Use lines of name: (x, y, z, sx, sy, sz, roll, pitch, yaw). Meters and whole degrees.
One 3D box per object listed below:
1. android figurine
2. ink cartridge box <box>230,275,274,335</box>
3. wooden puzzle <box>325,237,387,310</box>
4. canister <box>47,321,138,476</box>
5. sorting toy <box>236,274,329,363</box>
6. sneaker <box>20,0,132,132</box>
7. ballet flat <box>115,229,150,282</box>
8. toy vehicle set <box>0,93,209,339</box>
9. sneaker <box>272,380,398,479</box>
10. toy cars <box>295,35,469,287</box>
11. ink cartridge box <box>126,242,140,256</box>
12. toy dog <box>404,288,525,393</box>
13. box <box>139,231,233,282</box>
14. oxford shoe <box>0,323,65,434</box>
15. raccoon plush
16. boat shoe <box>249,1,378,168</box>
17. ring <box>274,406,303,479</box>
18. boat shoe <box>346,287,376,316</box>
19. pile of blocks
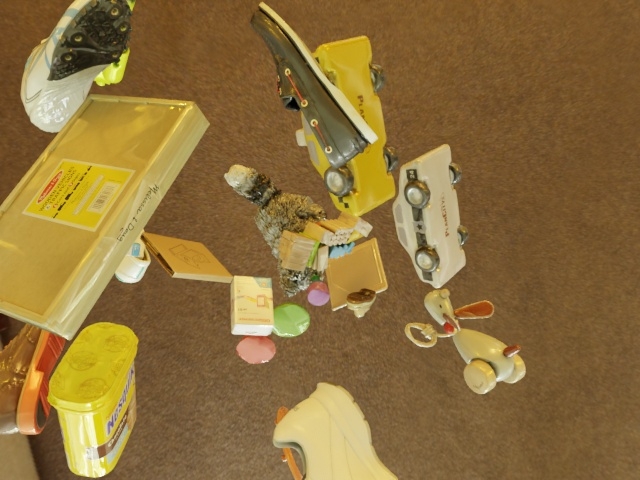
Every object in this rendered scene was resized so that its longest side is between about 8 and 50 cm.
android figurine: (-0.452, -0.454, 1.095, 0.056, 0.273, 0.248, 6, 57, -32)
ink cartridge box: (-0.153, 0.146, 1.134, 0.088, 0.052, 0.122, 5, 56, -19)
wooden puzzle: (0.126, 0.123, 1.833, 0.221, 0.238, 0.044, -25, 137, 20)
canister: (-0.290, 0.212, 0.666, 0.073, 0.126, 0.170, 11, 126, -3)
sorting toy: (-0.118, 0.229, 1.580, 0.127, 0.126, 0.365, 39, 110, -26)
sneaker: (-0.303, -0.222, 0.606, 0.237, 0.085, 0.086, -31, 81, 40)
ballet flat: (-0.631, -0.059, 1.635, 0.139, 0.139, 0.400, -26, 69, 4)
toy vehicle set: (-0.250, -0.043, 0.530, 0.166, 0.035, 0.267, 13, 64, 27)
sneaker: (0.044, 0.345, 0.685, 0.129, 0.111, 0.297, -27, 68, -24)
toy cars: (0.082, -0.081, 0.650, 0.394, 0.087, 0.176, 37, 69, -42)
ink cartridge box: (-0.422, 0.014, 1.057, 0.083, 0.048, 0.028, 8, 89, -26)
toy dog: (0.416, 0.249, 1.367, 0.334, 0.220, 0.161, 38, 132, 18)
box: (-0.336, 0.046, 1.286, 0.164, 0.201, 0.021, 41, 104, 31)
oxford shoe: (-0.486, 0.180, 0.832, 0.098, 0.271, 0.097, 0, 137, -11)
raccoon plush: (-0.158, -0.008, 1.667, 0.446, 0.299, 0.216, 26, 135, -26)
boat shoe: (-0.013, -0.112, 0.365, 0.042, 0.049, 0.133, -37, 84, 12)
ring: (-0.091, 0.774, 1.848, 0.032, 0.336, 0.336, -24, 95, 2)
boat shoe: (0.120, 0.191, 1.480, 0.068, 0.190, 0.072, 18, 99, 22)
pile of blocks: (0.000, 0.000, 1.629, 0.362, 0.113, 0.149, -17, 122, -36)
